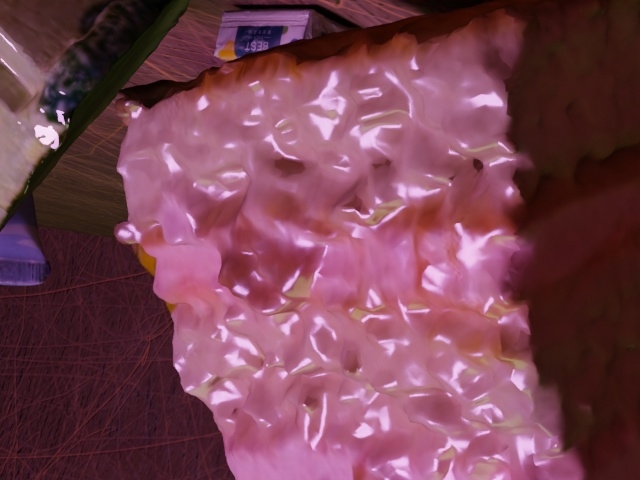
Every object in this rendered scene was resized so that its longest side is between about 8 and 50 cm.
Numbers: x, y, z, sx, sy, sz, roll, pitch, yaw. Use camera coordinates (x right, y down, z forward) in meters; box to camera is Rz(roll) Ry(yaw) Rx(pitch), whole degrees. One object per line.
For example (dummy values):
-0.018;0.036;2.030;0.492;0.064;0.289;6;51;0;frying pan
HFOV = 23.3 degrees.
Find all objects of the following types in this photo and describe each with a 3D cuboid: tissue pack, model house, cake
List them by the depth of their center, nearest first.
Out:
0.098;0.023;0.847;0.293;0.307;0.314;-19;-170;-36;cake
-0.191;-0.143;0.901;0.189;0.195;0.214;37;155;-7;model house
-0.023;-0.134;1.071;0.083;0.042;0.062;8;175;40;tissue pack

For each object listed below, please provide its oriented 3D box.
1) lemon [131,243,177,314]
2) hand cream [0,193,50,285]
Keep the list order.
0.000;0.000;1.265;0.310;0.258;0.258;0;172;11;lemon
-0.228;-0.083;1.026;0.088;0.256;0.055;8;147;-26;hand cream
